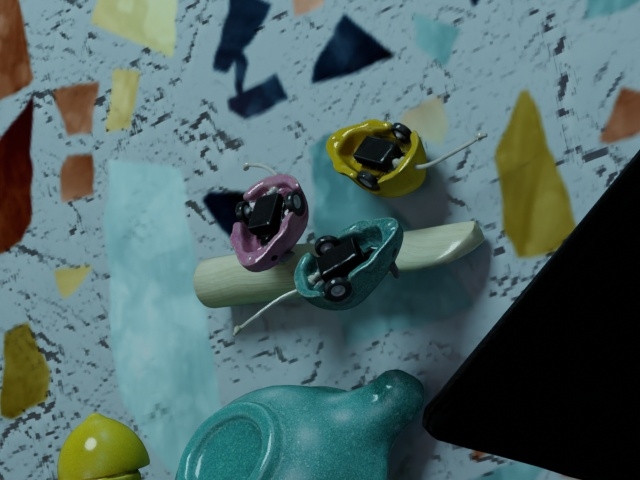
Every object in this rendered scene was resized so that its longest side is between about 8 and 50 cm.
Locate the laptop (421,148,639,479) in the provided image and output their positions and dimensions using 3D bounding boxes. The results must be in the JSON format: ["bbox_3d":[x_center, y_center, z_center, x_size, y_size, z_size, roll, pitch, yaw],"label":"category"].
[{"bbox_3d":[0.251,-0.106,0.588,0.236,0.408,0.382,35,114,-6],"label":"laptop"}]

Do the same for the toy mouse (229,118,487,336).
[{"bbox_3d":[0.000,0.000,1.035,0.161,0.031,0.143,11,62,44],"label":"toy mouse"}]

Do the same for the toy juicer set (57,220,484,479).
[{"bbox_3d":[-0.046,0.125,1.070,0.209,0.089,0.329,16,72,49],"label":"toy juicer set"}]
